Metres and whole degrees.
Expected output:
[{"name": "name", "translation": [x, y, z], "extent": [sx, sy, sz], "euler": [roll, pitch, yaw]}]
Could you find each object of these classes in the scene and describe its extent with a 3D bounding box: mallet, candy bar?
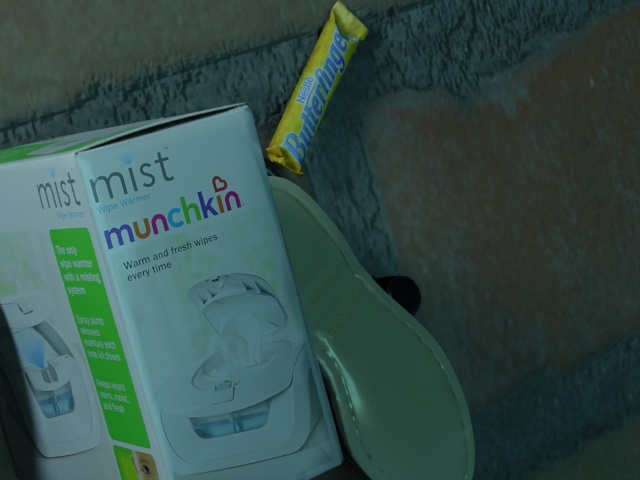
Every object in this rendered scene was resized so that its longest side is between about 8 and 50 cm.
[{"name": "mallet", "translation": [0.000, 0.000, 1.094], "extent": [0.190, 0.062, 0.039], "euler": [44, 59, -9]}, {"name": "candy bar", "translation": [-0.003, -0.122, 1.090], "extent": [0.040, 0.018, 0.161], "euler": [40, 60, -30]}]

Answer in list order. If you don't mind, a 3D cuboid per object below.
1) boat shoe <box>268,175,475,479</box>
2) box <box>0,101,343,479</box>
[{"name": "boat shoe", "translation": [0.007, 0.087, 1.055], "extent": [0.116, 0.097, 0.324], "euler": [-48, 114, -26]}, {"name": "box", "translation": [-0.127, 0.043, 0.869], "extent": [0.127, 0.262, 0.231], "euler": [-21, 101, -32]}]
